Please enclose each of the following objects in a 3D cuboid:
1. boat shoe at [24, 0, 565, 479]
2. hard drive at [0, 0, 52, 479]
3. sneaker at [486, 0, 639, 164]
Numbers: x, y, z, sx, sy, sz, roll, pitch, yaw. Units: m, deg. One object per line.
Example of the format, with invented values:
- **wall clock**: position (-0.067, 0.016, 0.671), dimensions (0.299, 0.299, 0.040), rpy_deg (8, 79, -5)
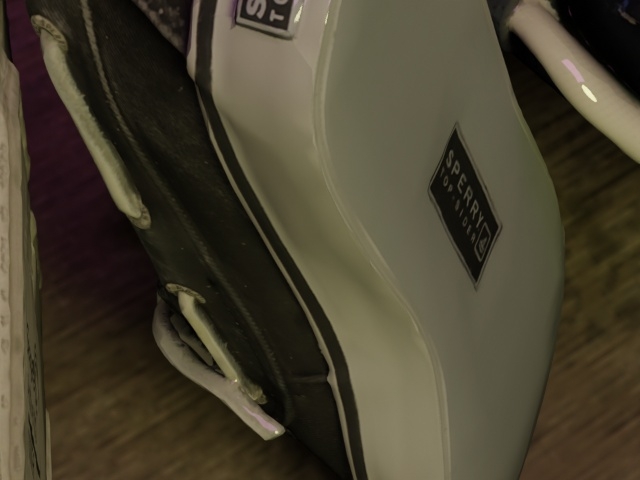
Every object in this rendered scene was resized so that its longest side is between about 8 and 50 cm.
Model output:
- **boat shoe**: position (-0.002, 0.003, 0.484), dimensions (0.105, 0.306, 0.113), rpy_deg (14, 69, 24)
- **hard drive**: position (-0.100, 0.121, 0.418), dimensions (0.064, 0.237, 0.338), rpy_deg (-2, 70, -8)
- **sneaker**: position (0.079, -0.113, 0.484), dimensions (0.321, 0.126, 0.127), rpy_deg (33, 21, 11)
